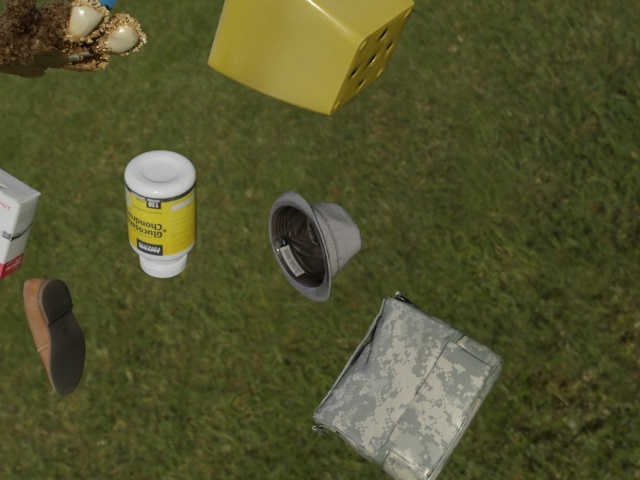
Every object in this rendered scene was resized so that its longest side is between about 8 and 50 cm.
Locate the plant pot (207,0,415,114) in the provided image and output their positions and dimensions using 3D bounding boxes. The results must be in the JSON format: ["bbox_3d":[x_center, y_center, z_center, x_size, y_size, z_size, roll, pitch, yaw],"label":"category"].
[{"bbox_3d":[0.000,-0.301,1.322,0.212,0.187,0.212,-41,-15,-39],"label":"plant pot"}]

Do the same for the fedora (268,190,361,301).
[{"bbox_3d":[0.000,0.000,2.045,0.124,0.244,0.275,-19,8,-26],"label":"fedora"}]

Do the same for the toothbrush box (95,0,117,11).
[{"bbox_3d":[-0.428,-0.576,1.662,0.216,0.295,0.126,-47,20,35],"label":"toothbrush box"}]

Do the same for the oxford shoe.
[{"bbox_3d":[-0.442,0.156,1.588,0.076,0.212,0.076,9,23,34],"label":"oxford shoe"}]

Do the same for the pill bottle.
[{"bbox_3d":[-0.235,-0.035,1.432,0.103,0.184,0.103,3,42,-3],"label":"pill bottle"}]

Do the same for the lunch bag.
[{"bbox_3d":[0.159,0.276,1.762,0.256,0.212,0.305,31,80,14],"label":"lunch bag"}]

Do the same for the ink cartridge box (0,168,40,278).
[{"bbox_3d":[-0.516,-0.032,1.516,0.150,0.109,0.063,-65,-10,27],"label":"ink cartridge box"}]

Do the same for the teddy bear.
[{"bbox_3d":[-0.469,-0.377,1.727,0.338,0.245,0.113,-7,80,53],"label":"teddy bear"}]
